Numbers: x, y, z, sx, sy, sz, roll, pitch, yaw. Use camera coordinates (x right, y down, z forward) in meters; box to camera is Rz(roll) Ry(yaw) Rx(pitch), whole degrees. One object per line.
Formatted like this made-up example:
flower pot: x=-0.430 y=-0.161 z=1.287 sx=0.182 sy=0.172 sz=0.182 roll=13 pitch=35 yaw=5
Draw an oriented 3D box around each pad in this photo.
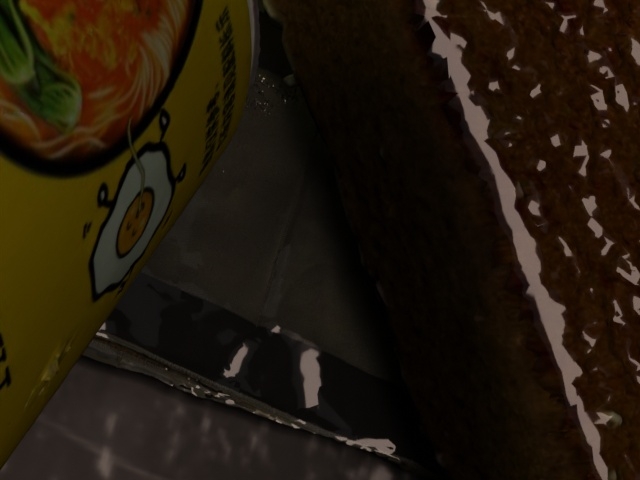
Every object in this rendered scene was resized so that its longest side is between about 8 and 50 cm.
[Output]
pad: x=0.000 y=0.000 z=0.768 sx=0.233 sy=0.022 sz=0.174 roll=24 pitch=67 yaw=-20

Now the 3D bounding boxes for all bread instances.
bread: x=0.112 y=0.018 z=0.747 sx=0.165 sy=0.113 sz=0.417 roll=-17 pitch=86 yaw=-28

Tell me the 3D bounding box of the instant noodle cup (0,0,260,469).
instant noodle cup: x=-0.187 y=-0.039 z=0.538 sx=0.325 sy=0.325 sz=0.254 roll=46 pitch=53 yaw=-9
